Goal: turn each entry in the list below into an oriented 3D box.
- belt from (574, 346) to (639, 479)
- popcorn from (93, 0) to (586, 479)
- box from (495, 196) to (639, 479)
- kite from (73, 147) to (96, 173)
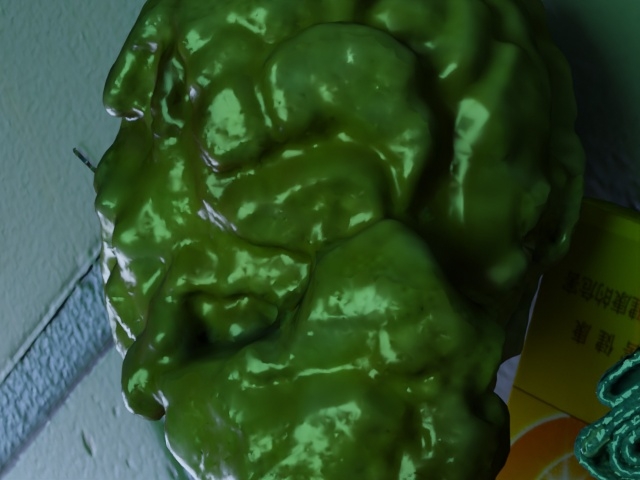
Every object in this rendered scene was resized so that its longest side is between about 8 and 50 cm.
[{"bbox_3d":[0.190,0.054,0.721,0.179,0.065,0.100,-39,74,19],"label":"belt"},{"bbox_3d":[0.000,0.000,0.836,0.265,0.225,0.332,124,151,-44],"label":"popcorn"},{"bbox_3d":[0.141,0.127,0.827,0.152,0.043,0.269,23,102,46],"label":"box"},{"bbox_3d":[-0.145,-0.034,1.185,0.078,0.002,0.044,16,98,46],"label":"kite"}]
